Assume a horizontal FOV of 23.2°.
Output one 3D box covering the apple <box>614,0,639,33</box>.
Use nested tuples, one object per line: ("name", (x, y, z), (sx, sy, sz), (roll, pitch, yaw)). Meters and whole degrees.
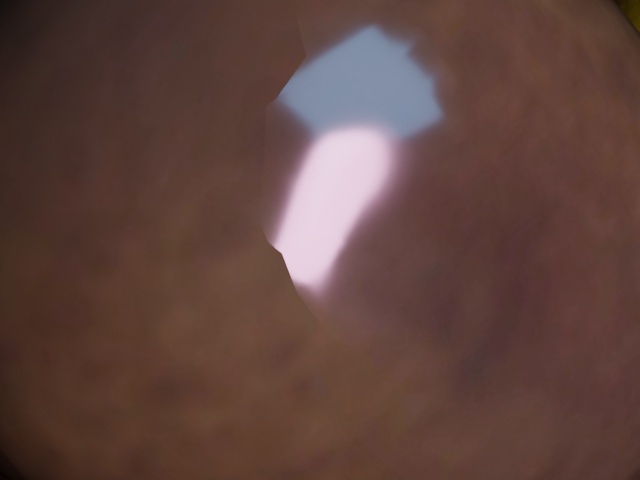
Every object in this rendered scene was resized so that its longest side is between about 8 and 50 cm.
("apple", (0.267, -0.126, 0.988), (0.196, 0.157, 0.196), (11, 66, -25))

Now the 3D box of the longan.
("longan", (0.000, 0.000, 0.682), (0.360, 0.361, 0.361), (11, 66, -26))
